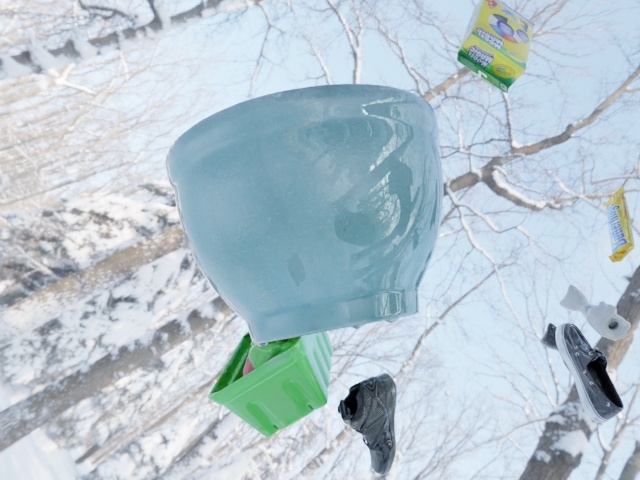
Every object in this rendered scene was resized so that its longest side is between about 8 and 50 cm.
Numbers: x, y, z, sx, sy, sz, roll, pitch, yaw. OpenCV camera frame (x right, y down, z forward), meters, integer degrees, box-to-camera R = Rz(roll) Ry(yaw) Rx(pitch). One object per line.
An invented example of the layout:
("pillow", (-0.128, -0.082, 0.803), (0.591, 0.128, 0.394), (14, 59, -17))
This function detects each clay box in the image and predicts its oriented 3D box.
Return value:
("clay box", (0.354, -0.399, 0.931), (0.127, 0.222, 0.053), (30, -37, -6))

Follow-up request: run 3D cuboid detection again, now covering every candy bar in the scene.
("candy bar", (0.436, -0.024, 0.678), (0.018, 0.161, 0.040), (30, -46, 5))

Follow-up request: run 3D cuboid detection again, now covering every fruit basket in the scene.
("fruit basket", (-0.124, 0.208, 1.116), (0.392, 0.282, 0.392), (55, 10, -14))

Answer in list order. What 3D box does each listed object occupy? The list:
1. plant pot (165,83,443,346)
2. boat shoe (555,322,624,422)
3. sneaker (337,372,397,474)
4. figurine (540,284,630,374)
("plant pot", (0.000, 0.000, 0.491), (0.293, 0.292, 0.197), (-29, -111, 56))
("boat shoe", (0.588, 0.272, 1.009), (0.080, 0.229, 0.076), (17, -43, -14))
("sneaker", (0.099, 0.411, 1.020), (0.087, 0.130, 0.228), (-152, -121, -67))
("figurine", (0.714, 0.245, 1.287), (0.209, 0.092, 0.215), (-114, -137, -72))
